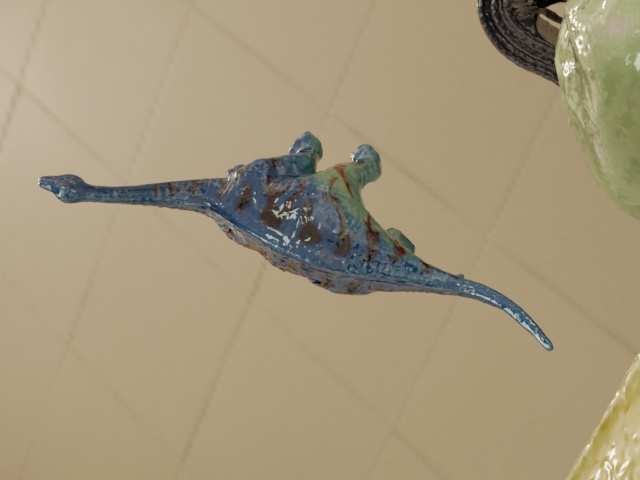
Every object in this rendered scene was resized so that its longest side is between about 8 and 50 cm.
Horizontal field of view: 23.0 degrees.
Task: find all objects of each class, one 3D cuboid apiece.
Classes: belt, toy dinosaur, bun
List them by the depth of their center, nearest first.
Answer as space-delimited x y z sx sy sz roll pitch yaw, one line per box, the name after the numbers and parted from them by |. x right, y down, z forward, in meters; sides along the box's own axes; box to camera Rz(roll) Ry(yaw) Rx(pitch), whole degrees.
-0.005 -0.017 1.009 0.329 0.144 0.076 19 118 0 | toy dinosaur
0.272 -0.162 1.202 0.187 0.293 0.293 27 112 29 | bun
0.254 -0.201 1.410 0.230 0.126 0.140 16 114 3 | belt

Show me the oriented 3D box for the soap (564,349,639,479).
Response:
0.222 0.199 0.995 0.315 0.091 0.199 -63 23 18 | soap
